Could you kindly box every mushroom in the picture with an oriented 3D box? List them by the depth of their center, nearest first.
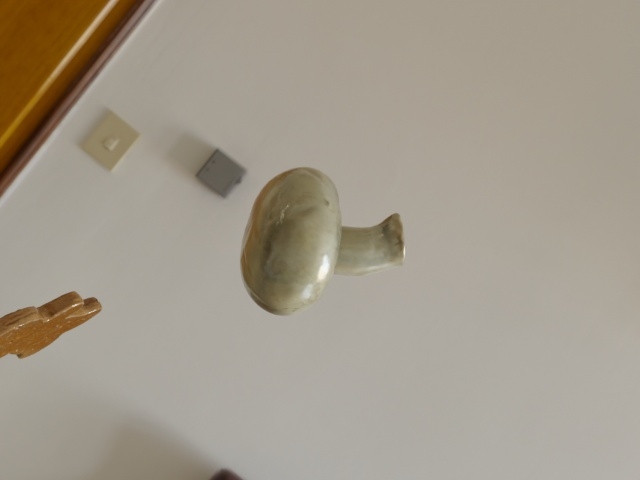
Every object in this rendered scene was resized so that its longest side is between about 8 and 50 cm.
[{"bbox_3d":[-0.030,-0.009,1.565,0.315,0.356,0.315,38,40,-41],"label":"mushroom"}]

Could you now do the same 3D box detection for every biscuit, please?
[{"bbox_3d":[-0.397,0.116,1.037,0.036,0.166,0.250,57,0,5],"label":"biscuit"}]
